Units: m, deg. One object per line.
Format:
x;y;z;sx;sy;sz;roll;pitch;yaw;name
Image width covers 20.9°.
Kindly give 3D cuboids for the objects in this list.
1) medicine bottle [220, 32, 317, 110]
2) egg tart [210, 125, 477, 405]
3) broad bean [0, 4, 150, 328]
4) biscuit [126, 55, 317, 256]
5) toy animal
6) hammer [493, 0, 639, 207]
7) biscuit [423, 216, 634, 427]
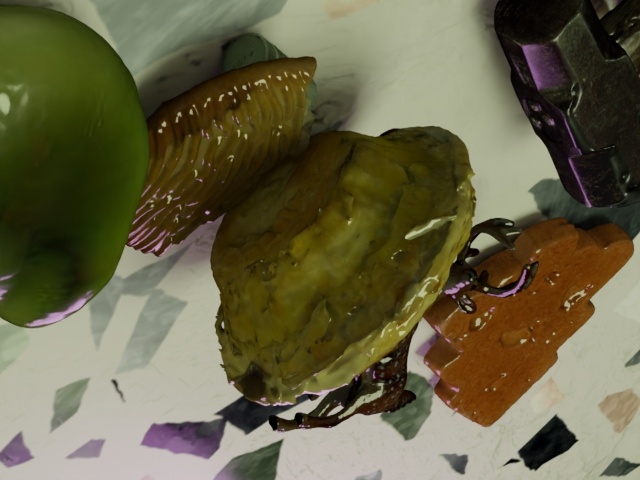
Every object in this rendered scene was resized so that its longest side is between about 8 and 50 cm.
-0.041;-0.131;1.404;0.047;0.047;0.083;-47;146;7;medicine bottle
0.000;0.000;1.424;0.116;0.295;0.295;39;99;-25;egg tart
-0.230;-0.044;1.246;0.238;0.119;0.291;-32;145;-13;broad bean
-0.089;-0.060;1.403;0.176;0.031;0.228;-9;147;-23;biscuit
0.075;0.089;1.714;0.260;0.087;0.243;-22;155;-30;toy animal
0.340;-0.244;1.616;0.409;0.095;0.242;-47;131;-11;hammer
0.209;0.095;1.913;0.284;0.043;0.306;-17;140;-32;biscuit
